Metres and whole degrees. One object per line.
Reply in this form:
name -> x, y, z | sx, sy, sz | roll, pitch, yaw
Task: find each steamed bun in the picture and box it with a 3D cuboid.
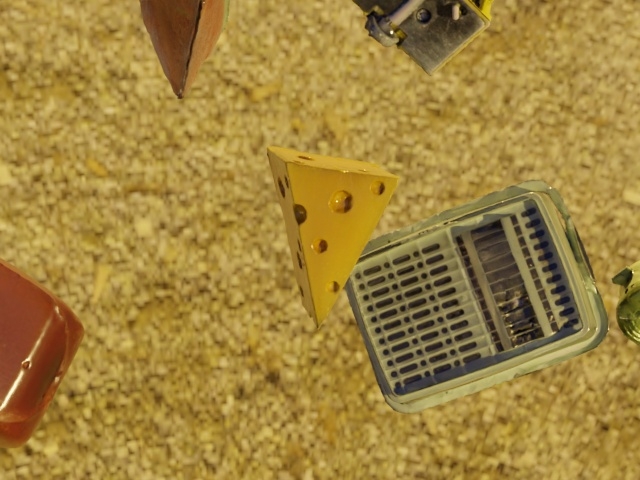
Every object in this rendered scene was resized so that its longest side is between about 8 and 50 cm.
steamed bun -> -0.520, 0.110, 1.850 | 0.379, 0.248, 0.235 | 30, 73, -11

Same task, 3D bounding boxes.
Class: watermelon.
watermelon -> -0.166, -0.311, 1.928 | 0.136, 0.207, 0.202 | -21, 101, -20

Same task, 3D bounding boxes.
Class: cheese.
cheese -> 0.000, 0.000, 1.457 | 0.126, 0.171, 0.093 | 7, 12, -16

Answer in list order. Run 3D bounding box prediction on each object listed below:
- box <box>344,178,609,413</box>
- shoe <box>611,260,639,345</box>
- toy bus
box -> 0.181, 0.067, 1.670 | 0.291, 0.166, 0.220 | -21, 85, 11
shoe -> 0.525, 0.102, 1.933 | 0.262, 0.140, 0.128 | 20, 46, -20
toy bus -> 0.033, -0.232, 1.090 | 0.226, 0.081, 0.074 | 41, 30, -12
